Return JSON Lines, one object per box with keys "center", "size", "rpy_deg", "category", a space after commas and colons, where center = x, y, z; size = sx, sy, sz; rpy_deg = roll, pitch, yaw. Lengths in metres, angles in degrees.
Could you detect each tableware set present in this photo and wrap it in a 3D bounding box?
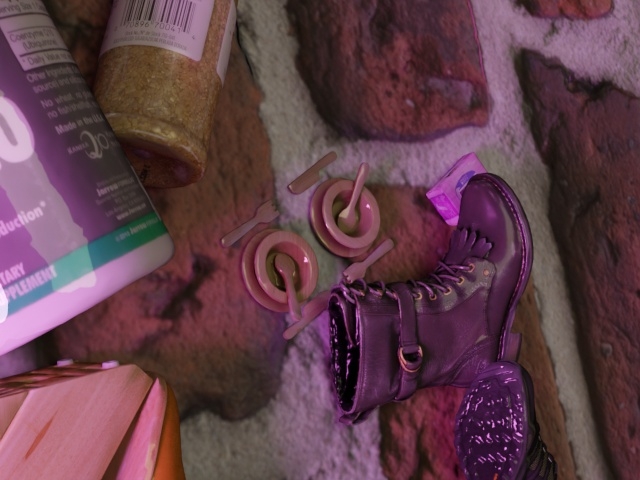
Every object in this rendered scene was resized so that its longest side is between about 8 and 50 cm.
{"center": [0.000, 0.000, 1.073], "size": [0.194, 0.039, 0.128], "rpy_deg": [-40, 101, -37], "category": "tableware set"}

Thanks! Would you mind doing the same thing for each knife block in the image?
{"center": [-0.247, 0.231, 0.789], "size": [0.276, 0.088, 0.242], "rpy_deg": [-11, 96, -47], "category": "knife block"}

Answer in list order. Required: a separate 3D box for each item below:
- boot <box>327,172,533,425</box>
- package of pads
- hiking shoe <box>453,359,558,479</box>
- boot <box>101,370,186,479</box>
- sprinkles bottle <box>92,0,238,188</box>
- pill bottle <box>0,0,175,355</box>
{"center": [0.109, 0.055, 1.091], "size": [0.229, 0.091, 0.263], "rpy_deg": [2, 88, -35], "category": "boot"}
{"center": [0.164, -0.060, 1.214], "size": [0.050, 0.032, 0.083], "rpy_deg": [52, 54, -10], "category": "package of pads"}
{"center": [0.204, 0.232, 1.121], "size": [0.114, 0.086, 0.226], "rpy_deg": [-13, 106, -54], "category": "hiking shoe"}
{"center": [-0.102, 0.274, 0.892], "size": [0.211, 0.104, 0.295], "rpy_deg": [20, 70, -36], "category": "boot"}
{"center": [-0.135, -0.230, 0.992], "size": [0.121, 0.121, 0.355], "rpy_deg": [22, 65, -29], "category": "sprinkles bottle"}
{"center": [-0.281, -0.098, 0.794], "size": [0.204, 0.204, 0.361], "rpy_deg": [-32, 95, -38], "category": "pill bottle"}
